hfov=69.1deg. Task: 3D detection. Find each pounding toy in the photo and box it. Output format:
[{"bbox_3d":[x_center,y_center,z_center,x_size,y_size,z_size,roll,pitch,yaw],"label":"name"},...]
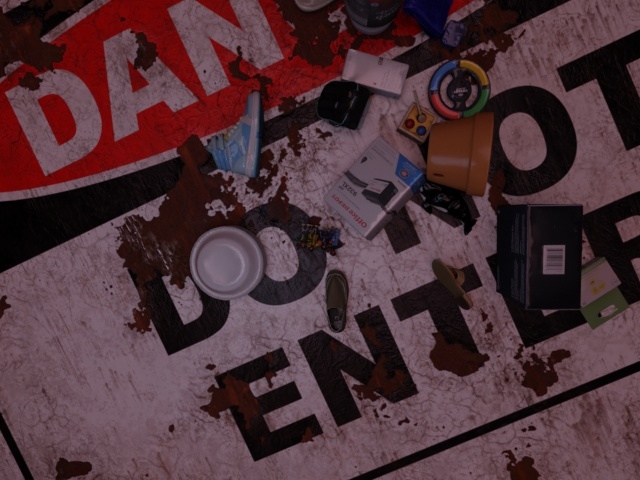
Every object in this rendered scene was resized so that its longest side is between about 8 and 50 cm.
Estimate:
[{"bbox_3d":[0.357,-0.450,1.714,0.130,0.100,0.141,30,95,0],"label":"pounding toy"}]

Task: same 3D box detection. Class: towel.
[{"bbox_3d":[0.412,-0.900,1.626,0.076,0.227,0.308,21,95,42],"label":"towel"}]

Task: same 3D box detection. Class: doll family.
[{"bbox_3d":[0.000,0.000,1.782,0.192,0.076,0.112,6,90,0],"label":"doll family"}]

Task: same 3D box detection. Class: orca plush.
[{"bbox_3d":[0.468,-0.139,1.729,0.151,0.102,0.287,-34,92,5],"label":"orca plush"}]

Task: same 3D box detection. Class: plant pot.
[{"bbox_3d":[0.486,-0.304,1.641,0.203,0.291,0.291,5,95,16],"label":"plant pot"}]

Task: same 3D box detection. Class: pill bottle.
[{"bbox_3d":[0.183,-0.846,1.563,0.210,0.363,0.210,0,94,4],"label":"pill bottle"}]

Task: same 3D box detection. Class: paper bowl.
[{"bbox_3d":[-0.354,0.086,1.771,0.284,0.148,0.285,0,93,3],"label":"paper bowl"}]

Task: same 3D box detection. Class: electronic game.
[{"bbox_3d":[0.514,-0.557,1.724,0.229,0.048,0.230,0,94,3],"label":"electronic game"}]

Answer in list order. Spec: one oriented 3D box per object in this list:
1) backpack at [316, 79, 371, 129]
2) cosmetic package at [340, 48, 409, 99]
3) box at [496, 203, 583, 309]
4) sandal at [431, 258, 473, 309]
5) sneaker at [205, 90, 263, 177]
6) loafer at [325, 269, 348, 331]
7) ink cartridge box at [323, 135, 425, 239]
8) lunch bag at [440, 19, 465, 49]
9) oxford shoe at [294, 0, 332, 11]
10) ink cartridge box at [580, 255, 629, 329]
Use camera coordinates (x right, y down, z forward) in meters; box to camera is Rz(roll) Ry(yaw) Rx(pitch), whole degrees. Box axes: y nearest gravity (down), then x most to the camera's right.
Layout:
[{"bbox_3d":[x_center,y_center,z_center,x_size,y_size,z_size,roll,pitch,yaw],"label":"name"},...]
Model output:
[{"bbox_3d":[0.082,-0.493,1.697,0.188,0.144,0.166,25,100,38],"label":"backpack"},{"bbox_3d":[0.198,-0.613,1.720,0.230,0.085,0.118,15,94,1],"label":"cosmetic package"},{"bbox_3d":[0.750,0.042,1.623,0.178,0.312,0.344,-1,95,3],"label":"box"},{"bbox_3d":[0.516,0.148,1.775,0.079,0.088,0.240,-40,99,-26],"label":"sandal"},{"bbox_3d":[-0.324,-0.405,1.744,0.208,0.127,0.319,6,94,1],"label":"sneaker"},{"bbox_3d":[0.065,0.238,1.787,0.094,0.087,0.251,-5,94,3],"label":"loafer"},{"bbox_3d":[0.197,-0.185,1.704,0.223,0.129,0.307,44,96,16],"label":"ink cartridge box"},{"bbox_3d":[0.482,-0.754,1.702,0.067,0.065,0.099,22,101,-2],"label":"lunch bag"},{"bbox_3d":[0.075,-1.020,1.676,0.449,0.130,0.169,-40,93,6],"label":"oxford shoe"},{"bbox_3d":[1.044,0.202,1.749,0.171,0.056,0.235,-34,90,4],"label":"ink cartridge box"}]
